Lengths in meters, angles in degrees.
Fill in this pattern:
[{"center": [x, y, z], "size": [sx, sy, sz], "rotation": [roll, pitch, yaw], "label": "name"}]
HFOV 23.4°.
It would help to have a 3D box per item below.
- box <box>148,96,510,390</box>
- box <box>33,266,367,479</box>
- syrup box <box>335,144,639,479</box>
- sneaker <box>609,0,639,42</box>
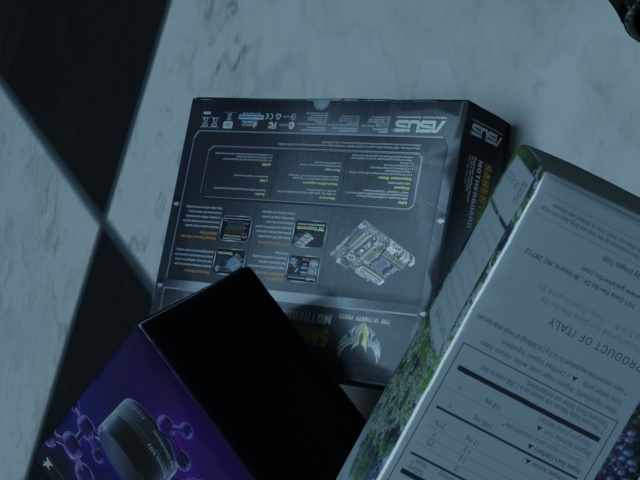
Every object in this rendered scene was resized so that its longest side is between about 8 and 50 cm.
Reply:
[{"center": [0.000, 0.000, 1.011], "size": [0.231, 0.056, 0.183], "rotation": [4, 80, 37], "label": "box"}, {"center": [-0.039, 0.179, 0.953], "size": [0.261, 0.103, 0.184], "rotation": [52, 138, 11], "label": "box"}, {"center": [0.073, 0.087, 0.648], "size": [0.237, 0.096, 0.093], "rotation": [-63, 3, 10], "label": "syrup box"}, {"center": [0.082, -0.196, 0.719], "size": [0.447, 0.169, 0.257], "rotation": [-24, 59, 52], "label": "sneaker"}]
